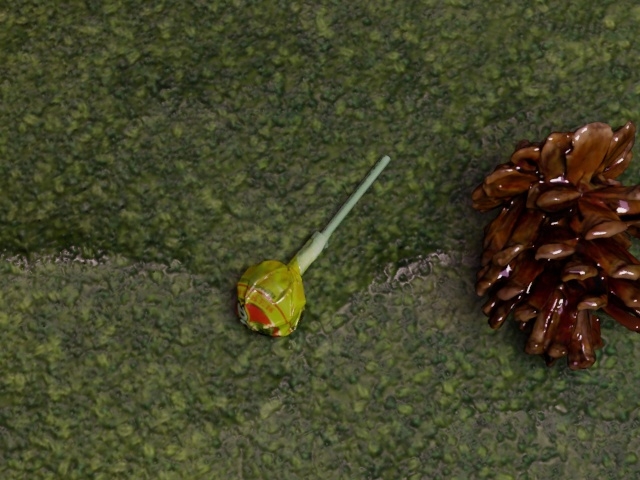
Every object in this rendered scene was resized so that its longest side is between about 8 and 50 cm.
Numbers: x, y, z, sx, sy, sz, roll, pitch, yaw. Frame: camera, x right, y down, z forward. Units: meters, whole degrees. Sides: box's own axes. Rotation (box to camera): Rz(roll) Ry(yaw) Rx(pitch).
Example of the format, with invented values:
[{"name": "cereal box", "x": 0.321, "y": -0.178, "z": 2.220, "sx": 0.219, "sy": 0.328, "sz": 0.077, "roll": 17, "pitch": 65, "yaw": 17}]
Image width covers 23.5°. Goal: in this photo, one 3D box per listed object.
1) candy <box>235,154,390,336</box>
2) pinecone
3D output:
[{"name": "candy", "x": 0.000, "y": 0.000, "z": 1.274, "sx": 0.194, "sy": 0.062, "sz": 0.058, "roll": -50, "pitch": 29, "yaw": -19}, {"name": "pinecone", "x": 0.195, "y": 0.001, "z": 1.181, "sx": 0.150, "sy": 0.179, "sz": 0.195, "roll": 10, "pitch": 91, "yaw": 29}]
